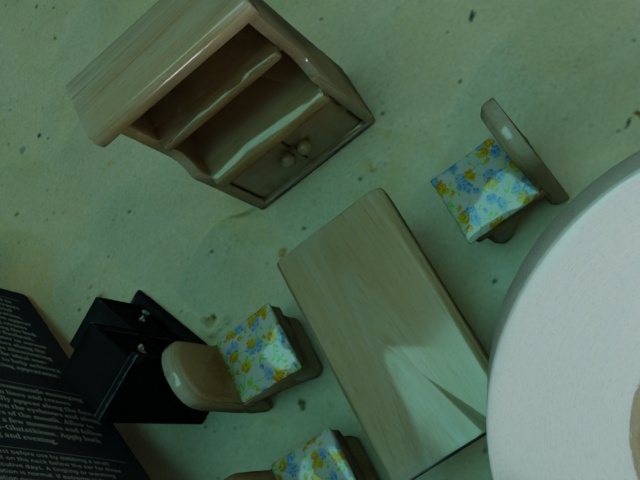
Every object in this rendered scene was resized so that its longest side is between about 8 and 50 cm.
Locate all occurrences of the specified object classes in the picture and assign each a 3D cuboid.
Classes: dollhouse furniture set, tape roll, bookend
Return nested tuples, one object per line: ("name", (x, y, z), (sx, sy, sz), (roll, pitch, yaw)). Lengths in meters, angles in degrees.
("dollhouse furniture set", (0.000, 0.000, 0.704), (0.362, 0.256, 0.394), (-37, 64, 16))
("tape roll", (0.299, 0.109, 0.535), (0.391, 0.072, 0.392), (2, 100, 12))
("bookend", (-0.195, 0.108, 0.839), (0.157, 0.156, 0.072), (33, 95, 30))

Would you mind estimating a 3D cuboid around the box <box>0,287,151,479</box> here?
("box", (-0.381, 0.244, 0.833), (0.395, 0.212, 0.294), (38, 98, 42))
